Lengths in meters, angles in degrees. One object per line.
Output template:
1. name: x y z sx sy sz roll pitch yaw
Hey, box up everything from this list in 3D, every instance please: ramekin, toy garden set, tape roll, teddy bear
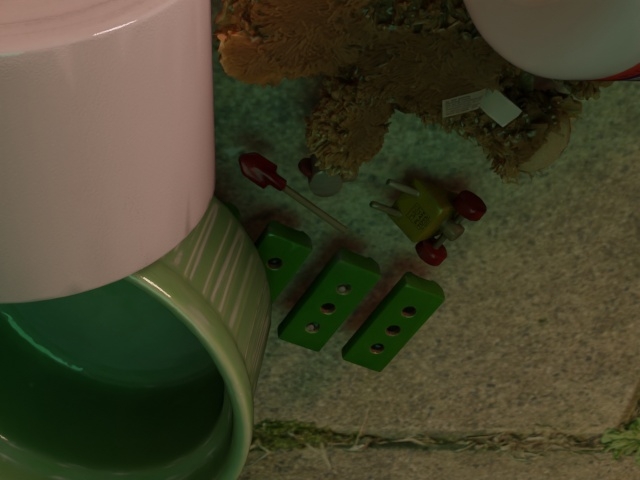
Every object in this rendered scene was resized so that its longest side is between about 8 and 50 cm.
1. ramekin: -0.183 0.070 0.788 0.304 0.148 0.303 7 128 9
2. toy garden set: 0.000 0.000 0.867 0.244 0.049 0.203 21 125 -23
3. tape roll: -0.188 -0.103 0.625 0.246 0.246 0.169 -2 129 -7
4. teddy bear: 0.082 -0.150 0.728 0.338 0.113 0.245 1 136 -19

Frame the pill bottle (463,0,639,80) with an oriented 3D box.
1. pill bottle: 0.251 -0.187 0.621 0.323 0.181 0.181 -5 134 -33
